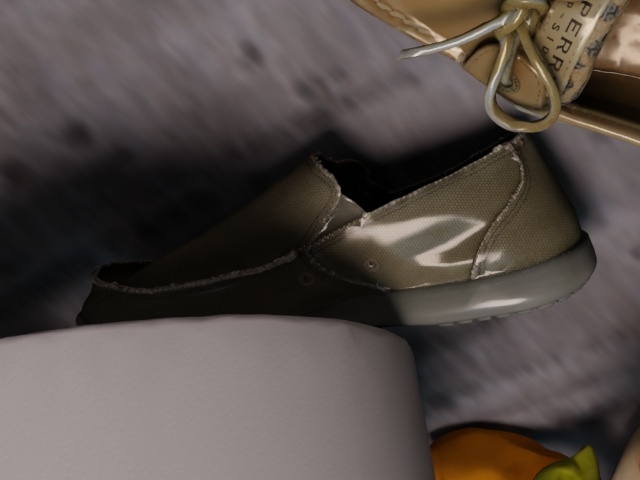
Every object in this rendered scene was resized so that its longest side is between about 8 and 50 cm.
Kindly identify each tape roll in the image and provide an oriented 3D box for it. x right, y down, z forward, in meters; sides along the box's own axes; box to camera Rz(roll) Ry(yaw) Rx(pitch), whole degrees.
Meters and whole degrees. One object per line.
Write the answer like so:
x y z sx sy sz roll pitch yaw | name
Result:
-0.089 0.119 0.590 0.286 0.100 0.286 -8 163 -2 | tape roll

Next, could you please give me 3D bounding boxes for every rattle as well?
0.125 0.094 0.632 0.143 0.130 0.200 41 174 23 | rattle

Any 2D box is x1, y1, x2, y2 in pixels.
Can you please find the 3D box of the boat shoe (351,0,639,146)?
0.134 -0.086 0.507 0.285 0.089 0.105 13 132 -3 | boat shoe

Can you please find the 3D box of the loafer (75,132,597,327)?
0.000 0.000 0.616 0.251 0.094 0.087 -11 101 10 | loafer
